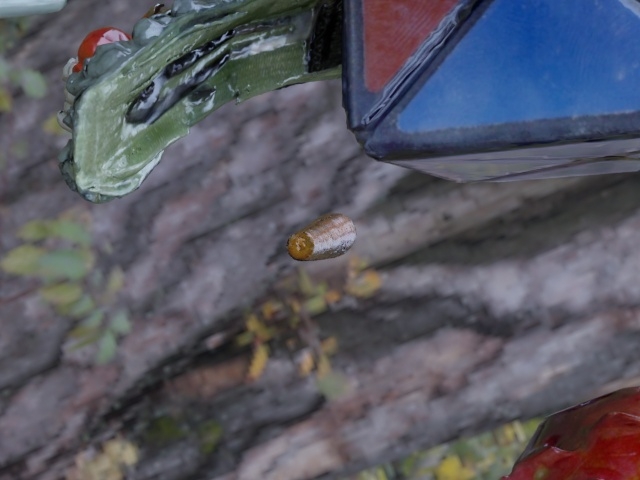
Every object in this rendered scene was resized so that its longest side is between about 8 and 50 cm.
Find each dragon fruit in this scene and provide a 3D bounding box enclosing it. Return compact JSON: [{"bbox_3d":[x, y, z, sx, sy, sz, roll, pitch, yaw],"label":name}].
[{"bbox_3d":[0.193,0.195,1.190,0.126,0.274,0.161,53,42,7],"label":"dragon fruit"}]

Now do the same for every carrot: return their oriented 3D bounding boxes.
[{"bbox_3d":[0.000,0.000,1.902,0.055,0.055,0.161,66,19,-1],"label":"carrot"}]

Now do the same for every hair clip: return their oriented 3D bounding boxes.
[{"bbox_3d":[-0.077,-0.145,1.179,0.091,0.321,0.138,36,-45,26],"label":"hair clip"}]

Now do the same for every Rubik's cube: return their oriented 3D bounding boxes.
[{"bbox_3d":[0.189,-0.205,1.154,0.310,0.305,0.307,9,78,-70],"label":"Rubik's cube"}]

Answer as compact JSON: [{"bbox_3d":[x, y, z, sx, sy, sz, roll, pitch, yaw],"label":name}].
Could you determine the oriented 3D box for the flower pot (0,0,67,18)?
[{"bbox_3d":[-0.204,-0.177,0.567,0.209,0.239,0.189,38,33,30],"label":"flower pot"}]
